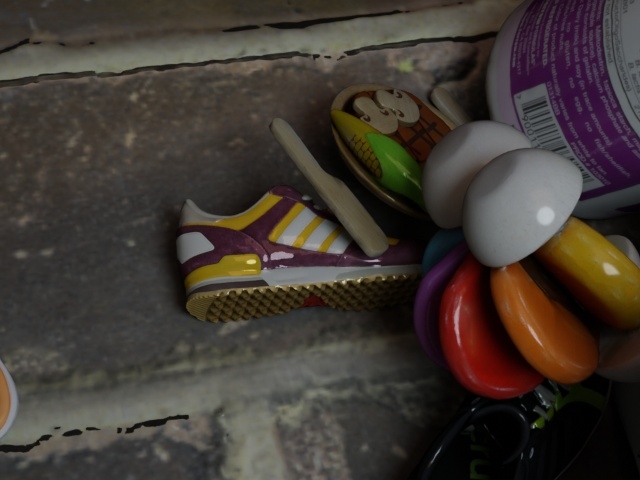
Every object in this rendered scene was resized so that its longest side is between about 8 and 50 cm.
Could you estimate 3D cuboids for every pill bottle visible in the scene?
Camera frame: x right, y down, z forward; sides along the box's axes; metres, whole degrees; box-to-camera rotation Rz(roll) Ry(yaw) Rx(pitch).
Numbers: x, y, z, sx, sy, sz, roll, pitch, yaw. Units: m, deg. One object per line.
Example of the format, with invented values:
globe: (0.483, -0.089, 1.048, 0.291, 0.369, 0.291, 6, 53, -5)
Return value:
pill bottle: (0.254, -0.120, 1.000, 0.169, 0.301, 0.169, 7, 76, -31)

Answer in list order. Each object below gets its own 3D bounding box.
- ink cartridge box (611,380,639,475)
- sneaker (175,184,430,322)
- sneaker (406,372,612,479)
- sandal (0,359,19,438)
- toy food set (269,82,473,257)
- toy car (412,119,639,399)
ink cartridge box: (0.341, 0.066, 0.995, 0.273, 0.197, 0.114, 1, 42, -13)
sneaker: (0.000, 0.000, 1.031, 0.185, 0.069, 0.084, -3, 69, -16)
sneaker: (0.121, 0.120, 0.981, 0.084, 0.097, 0.235, 36, 60, 6)
sandal: (-0.282, 0.020, 0.948, 0.102, 0.076, 0.265, -34, 75, -26)
toy food set: (0.067, -0.061, 1.053, 0.192, 0.038, 0.132, -18, 62, -48)
toy car: (0.117, 0.027, 0.938, 0.159, 0.182, 0.136, 42, 93, -20)
